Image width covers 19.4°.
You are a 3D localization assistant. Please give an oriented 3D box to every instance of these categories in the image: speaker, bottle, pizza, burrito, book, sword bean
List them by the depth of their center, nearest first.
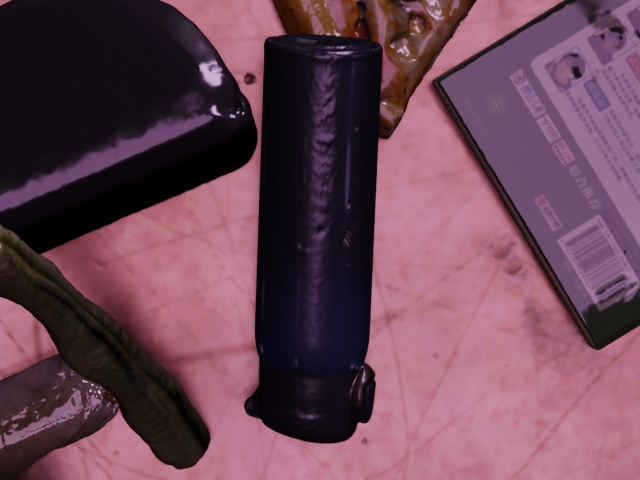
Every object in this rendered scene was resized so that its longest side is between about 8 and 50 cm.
[{"bbox_3d":[-0.133,0.061,1.074,0.038,0.269,0.043,-11,57,19],"label":"sword bean"},{"bbox_3d":[-0.244,-0.062,1.089,0.388,0.180,0.184,-22,87,-1],"label":"speaker"},{"bbox_3d":[0.000,0.000,1.132,0.082,0.072,0.244,7,103,17],"label":"bottle"},{"bbox_3d":[-0.205,0.122,1.158,0.188,0.045,0.058,-26,106,-4],"label":"burrito"},{"bbox_3d":[0.056,-0.161,1.164,0.176,0.036,0.184,-13,92,-2],"label":"pizza"},{"bbox_3d":[0.233,-0.083,1.177,0.264,0.027,0.202,-32,93,-1],"label":"book"}]
